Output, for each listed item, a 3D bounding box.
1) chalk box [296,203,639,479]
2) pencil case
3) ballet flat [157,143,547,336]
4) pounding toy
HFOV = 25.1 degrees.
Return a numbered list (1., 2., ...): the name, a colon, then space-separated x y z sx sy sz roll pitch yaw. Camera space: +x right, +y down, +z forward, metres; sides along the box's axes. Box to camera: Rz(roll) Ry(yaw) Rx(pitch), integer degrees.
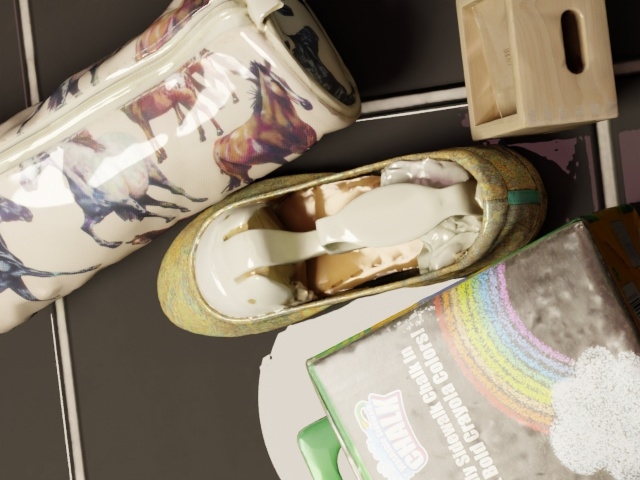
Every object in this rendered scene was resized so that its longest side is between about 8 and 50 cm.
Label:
1. chalk box: 0.122 0.119 1.033 0.289 0.179 0.180 -29 83 23
2. pencil case: -0.162 -0.074 1.140 0.410 0.183 0.160 -30 74 22
3. ballet flat: 0.000 0.000 1.112 0.348 0.123 0.123 -14 88 24
4. pounding toy: 0.167 -0.150 1.022 0.100 0.130 0.141 -7 90 -13
